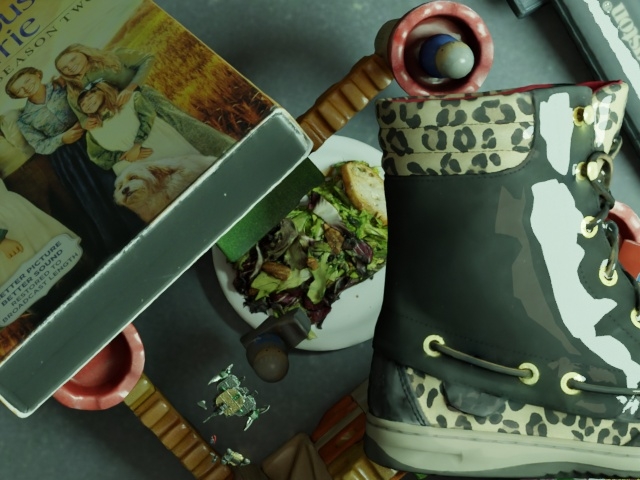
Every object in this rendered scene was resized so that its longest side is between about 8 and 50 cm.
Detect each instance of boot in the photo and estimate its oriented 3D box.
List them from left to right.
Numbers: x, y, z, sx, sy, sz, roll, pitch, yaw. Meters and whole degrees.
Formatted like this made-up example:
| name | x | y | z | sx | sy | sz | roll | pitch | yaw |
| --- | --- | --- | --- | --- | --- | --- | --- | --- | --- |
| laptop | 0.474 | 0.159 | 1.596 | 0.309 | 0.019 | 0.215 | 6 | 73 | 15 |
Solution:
| name | x | y | z | sx | sy | sz | roll | pitch | yaw |
| --- | --- | --- | --- | --- | --- | --- | --- | --- | --- |
| boot | 0.212 | 0.025 | 1.256 | 0.377 | 0.138 | 0.284 | -3 | 96 | 9 |

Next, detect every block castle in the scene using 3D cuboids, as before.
| name | x | y | z | sx | sy | sz | roll | pitch | yaw |
| --- | --- | --- | --- | --- | --- | --- | --- | --- | --- |
| block castle | 0.019 | 0.047 | 1.418 | 0.453 | 0.213 | 0.303 | -41 | 102 | -2 |

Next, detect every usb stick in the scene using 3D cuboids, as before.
| name | x | y | z | sx | sy | sz | roll | pitch | yaw |
| --- | --- | --- | --- | --- | --- | --- | --- | --- | --- |
| usb stick | 0.282 | -0.160 | 1.539 | 0.077 | 0.045 | 0.278 | -32 | 98 | -4 |

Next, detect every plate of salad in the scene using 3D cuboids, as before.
| name | x | y | z | sx | sy | sz | roll | pitch | yaw |
| --- | --- | --- | --- | --- | --- | --- | --- | --- | --- |
| plate of salad | 0.000 | 0.000 | 1.550 | 0.199 | 0.048 | 0.200 | 0 | 84 | 0 |

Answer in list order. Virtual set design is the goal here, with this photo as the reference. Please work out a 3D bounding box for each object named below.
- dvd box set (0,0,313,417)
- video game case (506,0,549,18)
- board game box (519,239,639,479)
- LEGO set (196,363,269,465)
| name | x | y | z | sx | sy | sz | roll | pitch | yaw |
| --- | --- | --- | --- | --- | --- | --- | --- | --- | --- |
| dvd box set | -0.230 | -0.079 | 1.422 | 0.307 | 0.062 | 0.420 | -42 | 43 | -4 |
| video game case | 0.250 | -0.352 | 1.586 | 0.274 | 0.026 | 0.196 | -29 | 84 | -10 |
| board game box | 0.281 | 0.186 | 1.431 | 0.242 | 0.064 | 0.317 | 25 | 88 | -42 |
| LEGO set | -0.069 | 0.133 | 1.321 | 0.054 | 0.023 | 0.083 | 20 | 107 | 4 |
